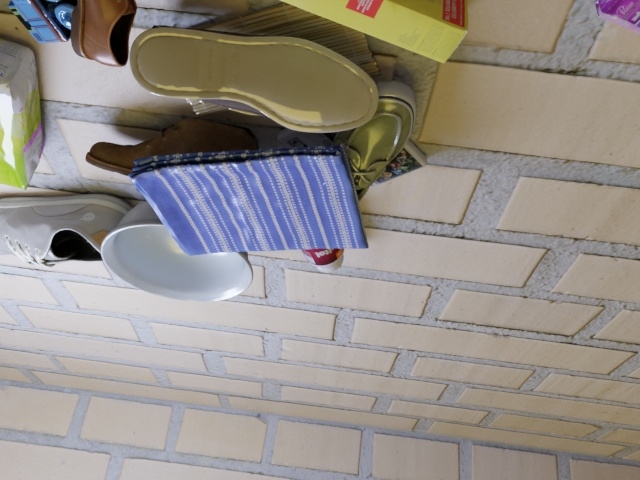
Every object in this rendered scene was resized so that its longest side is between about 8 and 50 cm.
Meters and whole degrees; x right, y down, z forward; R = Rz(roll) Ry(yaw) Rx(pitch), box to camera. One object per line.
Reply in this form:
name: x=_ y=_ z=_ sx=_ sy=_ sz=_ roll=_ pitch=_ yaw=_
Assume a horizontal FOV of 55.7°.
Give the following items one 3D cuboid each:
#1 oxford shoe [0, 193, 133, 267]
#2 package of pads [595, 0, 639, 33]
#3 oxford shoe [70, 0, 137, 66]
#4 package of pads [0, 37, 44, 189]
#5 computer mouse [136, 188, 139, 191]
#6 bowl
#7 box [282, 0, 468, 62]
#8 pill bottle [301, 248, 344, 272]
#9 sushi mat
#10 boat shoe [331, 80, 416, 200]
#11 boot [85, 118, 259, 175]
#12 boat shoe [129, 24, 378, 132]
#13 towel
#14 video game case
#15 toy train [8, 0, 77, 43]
oxford shoe: x=-0.600 y=-0.006 z=1.298 sx=0.449 sy=0.130 sz=0.169 roll=-4 pitch=148 yaw=21
package of pads: x=0.379 y=-0.279 z=0.722 sx=0.083 sy=0.032 sz=0.050 roll=16 pitch=145 yaw=-14
oxford shoe: x=-0.252 y=-0.311 z=0.726 sx=0.076 sy=0.076 sz=0.212 roll=26 pitch=131 yaw=15
package of pads: x=-0.573 y=-0.214 z=0.973 sx=0.229 sy=0.101 sz=0.296 roll=16 pitch=148 yaw=-12
computer mouse: x=-0.248 y=-0.115 z=1.134 sx=0.242 sy=0.041 sz=0.071 roll=-1 pitch=165 yaw=24
bowl: x=-0.273 y=0.000 z=1.219 sx=0.298 sy=0.134 sz=0.298 roll=4 pitch=148 yaw=3
box: x=0.059 y=-0.294 z=0.717 sx=0.232 sy=0.087 sz=0.058 roll=18 pitch=147 yaw=-14
pill bottle: x=0.000 y=0.000 z=1.211 sx=0.086 sy=0.086 sz=0.152 roll=-2 pitch=148 yaw=16
sushi mat: x=-0.083 y=-0.259 z=0.871 sx=0.317 sy=0.019 sz=0.151 roll=-7 pitch=147 yaw=23
boat shoe: x=0.062 y=-0.121 z=0.948 sx=0.109 sy=0.094 sz=0.302 roll=16 pitch=148 yaw=-12
boot: x=-0.248 y=-0.153 z=1.022 sx=0.305 sy=0.112 sz=0.115 roll=8 pitch=106 yaw=9
boat shoe: x=-0.084 y=-0.222 z=0.821 sx=0.324 sy=0.096 sz=0.116 roll=8 pitch=109 yaw=-6
towel: x=-0.106 y=-0.050 z=0.965 sx=0.336 sy=0.040 sz=0.243 roll=-2 pitch=144 yaw=13
video game case: x=0.054 y=-0.154 z=1.011 sx=0.173 sy=0.022 sz=0.190 roll=-19 pitch=139 yaw=37
toy train: x=-0.356 y=-0.332 z=0.758 sx=0.105 sy=0.080 sz=0.184 roll=2 pitch=149 yaw=21
